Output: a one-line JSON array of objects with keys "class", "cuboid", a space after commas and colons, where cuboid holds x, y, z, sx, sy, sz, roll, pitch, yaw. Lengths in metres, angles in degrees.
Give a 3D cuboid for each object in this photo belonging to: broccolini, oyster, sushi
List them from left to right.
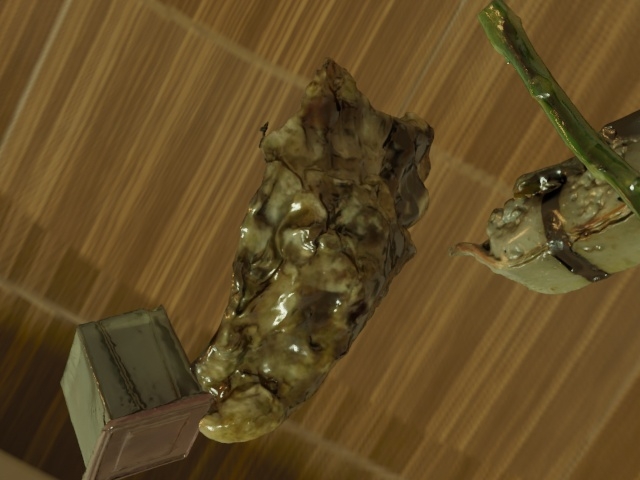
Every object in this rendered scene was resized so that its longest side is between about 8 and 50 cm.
[{"class": "oyster", "cuboid": [0.000, 0.010, 0.615, 0.051, 0.103, 0.148, 25, 82, 29]}, {"class": "sushi", "cuboid": [0.245, -0.010, 1.596, 0.273, 0.109, 0.134, -27, 143, 20]}, {"class": "broccolini", "cuboid": [0.164, -0.029, 0.883, 0.254, 0.071, 0.057, 52, 154, 10]}]

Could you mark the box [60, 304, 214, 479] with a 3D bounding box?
[{"class": "box", "cuboid": [-0.097, 0.078, 0.856, 0.060, 0.063, 0.085, -14, 158, -22]}]
